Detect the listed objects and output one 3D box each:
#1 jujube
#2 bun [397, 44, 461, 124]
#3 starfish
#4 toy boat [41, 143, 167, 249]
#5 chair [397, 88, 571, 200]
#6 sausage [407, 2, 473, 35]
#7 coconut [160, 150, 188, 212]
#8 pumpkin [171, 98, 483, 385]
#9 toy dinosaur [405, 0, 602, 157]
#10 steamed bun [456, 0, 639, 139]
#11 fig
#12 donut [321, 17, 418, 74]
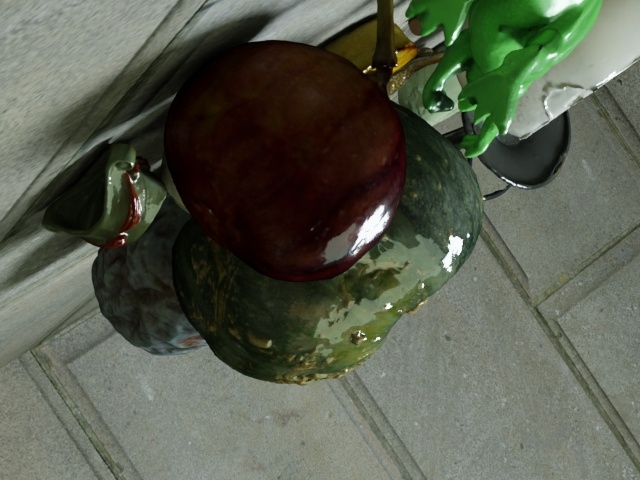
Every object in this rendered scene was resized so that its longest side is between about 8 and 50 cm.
[{"bbox_3d":[-0.159,0.025,1.715,0.226,0.226,0.317,-34,-178,-29],"label":"jujube"},{"bbox_3d":[0.225,-0.282,2.448,0.195,0.118,0.195,-28,176,-2],"label":"bun"},{"bbox_3d":[0.131,-0.265,2.184,0.138,0.050,0.247,-31,-169,1],"label":"starfish"},{"bbox_3d":[-0.192,-0.037,1.274,0.185,0.071,0.089,-33,-139,53],"label":"toy boat"},{"bbox_3d":[0.185,-0.153,2.258,0.226,0.226,0.401,-33,-169,-36],"label":"chair"},{"bbox_3d":[0.159,-0.295,1.787,0.116,0.026,0.026,-34,180,-34],"label":"sausage"},{"bbox_3d":[-0.087,-0.083,1.276,0.110,0.110,0.124,-33,156,-44],"label":"coconut"},{"bbox_3d":[0.000,0.000,1.445,0.327,0.257,0.291,-49,-178,-1],"label":"pumpkin"},{"bbox_3d":[0.260,-0.269,1.344,0.500,0.144,0.374,-48,171,29],"label":"toy dinosaur"},{"bbox_3d":[0.323,-0.294,1.897,0.324,0.206,0.324,-36,-179,1],"label":"steamed bun"},{"bbox_3d":[-0.001,-0.086,1.158,0.249,0.204,0.186,-37,166,-30],"label":"fig"},{"bbox_3d":[0.036,-0.194,1.539,0.152,0.058,0.152,-34,179,-1],"label":"donut"}]
